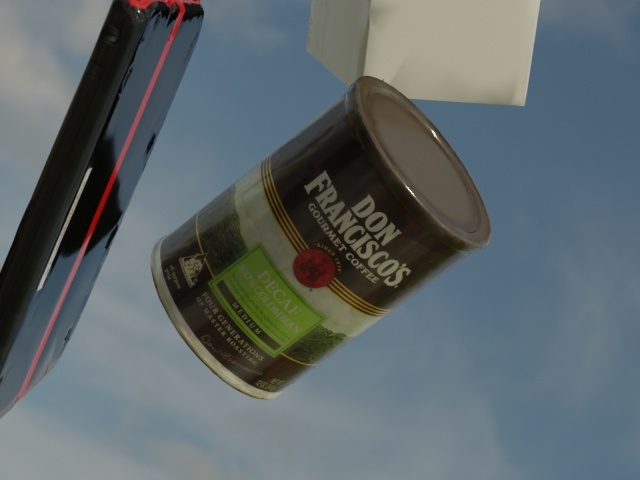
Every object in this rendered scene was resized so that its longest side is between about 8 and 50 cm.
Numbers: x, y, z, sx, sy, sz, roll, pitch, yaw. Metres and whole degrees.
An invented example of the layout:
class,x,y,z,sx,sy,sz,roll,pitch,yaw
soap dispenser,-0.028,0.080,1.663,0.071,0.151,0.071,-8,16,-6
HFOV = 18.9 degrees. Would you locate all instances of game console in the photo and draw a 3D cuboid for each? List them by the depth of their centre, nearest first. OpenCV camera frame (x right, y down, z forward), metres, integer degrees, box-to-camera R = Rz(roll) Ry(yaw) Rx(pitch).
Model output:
class,x,y,z,sx,sy,sz,roll,pitch,yaw
game console,-0.207,-0.038,1.602,0.060,0.386,0.342,24,9,2

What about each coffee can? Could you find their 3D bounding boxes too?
class,x,y,z,sx,sy,sz,roll,pitch,yaw
coffee can,0.000,0.000,1.887,0.201,0.275,0.201,43,23,-23

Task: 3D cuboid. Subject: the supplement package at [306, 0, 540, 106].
class,x,y,z,sx,sy,sz,roll,pitch,yaw
supplement package,0.116,-0.281,2.209,0.262,0.198,0.199,-128,-137,-68
